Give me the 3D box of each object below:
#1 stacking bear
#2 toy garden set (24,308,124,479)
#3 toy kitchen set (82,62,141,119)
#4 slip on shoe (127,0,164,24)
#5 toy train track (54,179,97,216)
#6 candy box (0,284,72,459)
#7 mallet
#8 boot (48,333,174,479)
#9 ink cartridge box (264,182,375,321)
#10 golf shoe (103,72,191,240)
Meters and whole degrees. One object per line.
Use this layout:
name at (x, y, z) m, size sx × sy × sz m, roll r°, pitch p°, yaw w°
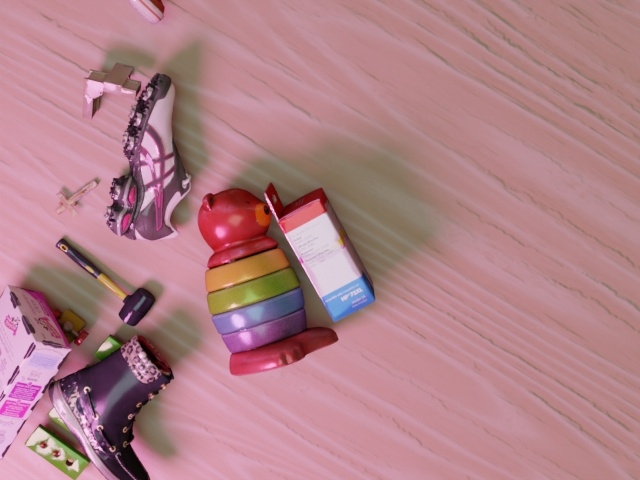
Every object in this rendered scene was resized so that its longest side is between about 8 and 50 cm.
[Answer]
stacking bear at (-0.111, 0.056, 1.542) m, size 0.164 × 0.175 × 0.289 m, roll -17°, pitch 90°, yaw 31°
toy garden set at (-0.420, 0.250, 1.632) m, size 0.204 × 0.049 × 0.244 m, roll 38°, pitch 99°, yaw -8°
toy kitchen set at (-0.331, -0.236, 1.550) m, size 0.083 × 0.068 × 0.075 m, roll 13°, pitch 128°, yaw -2°
slip on shoe at (-0.308, -0.491, 1.467) m, size 0.101 × 0.123 × 0.331 m, roll -22°, pitch 94°, yaw 0°
toy train track at (-0.402, -0.071, 1.591) m, size 0.083 × 0.014 × 0.048 m, roll -37°, pitch 91°, yaw 1°
candy box at (-0.510, 0.212, 1.560) m, size 0.071 × 0.159 × 0.233 m, roll 21°, pitch 109°, yaw -44°
mallet at (-0.356, 0.057, 1.604) m, size 0.062 × 0.039 × 0.189 m, roll -43°, pitch 93°, yaw 7°
boot at (-0.306, 0.284, 1.573) m, size 0.179 × 0.085 × 0.236 m, roll -34°, pitch 102°, yaw 3°
ink cartridge box at (0.000, 0.000, 1.538) m, size 0.078 × 0.134 × 0.231 m, roll -28°, pitch 99°, yaw 6°
golf shoe at (-0.262, -0.131, 1.549) m, size 0.120 × 0.105 × 0.273 m, roll 11°, pitch 105°, yaw -20°
